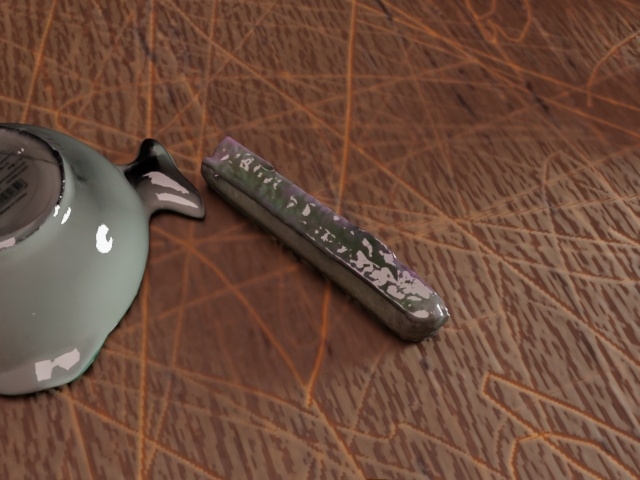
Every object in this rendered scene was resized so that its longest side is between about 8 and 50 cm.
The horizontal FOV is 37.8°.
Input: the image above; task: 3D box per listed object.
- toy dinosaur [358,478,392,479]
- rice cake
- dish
[{"bbox_3d":[0.043,0.181,0.438,0.432,0.097,0.208,38,28,-14],"label":"toy dinosaur"},{"bbox_3d":[0.000,0.000,0.635,0.206,0.047,0.036,36,75,20],"label":"rice cake"},{"bbox_3d":[-0.199,-0.018,0.605,0.246,0.078,0.224,-27,61,-22],"label":"dish"}]
